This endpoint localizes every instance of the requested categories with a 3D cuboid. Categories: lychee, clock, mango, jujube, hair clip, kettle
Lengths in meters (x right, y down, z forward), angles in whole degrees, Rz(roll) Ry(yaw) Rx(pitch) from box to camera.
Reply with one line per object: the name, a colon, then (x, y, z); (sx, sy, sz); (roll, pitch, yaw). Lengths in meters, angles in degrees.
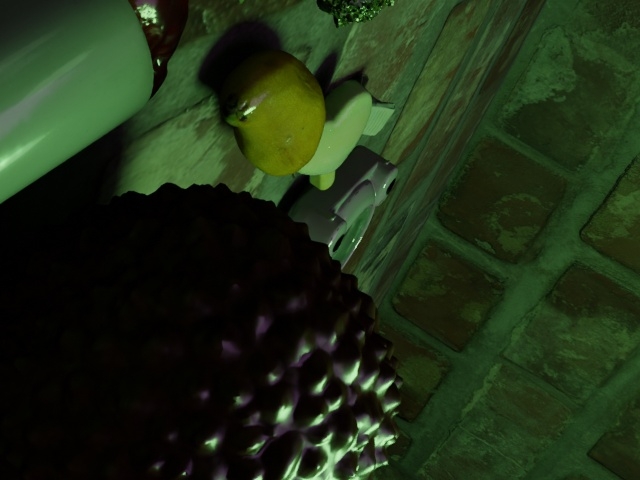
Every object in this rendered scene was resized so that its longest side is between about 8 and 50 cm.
lychee: (-0.091, 0.094, 0.516); (0.304, 0.276, 0.276); (-42, -178, 43)
clock: (0.000, 0.000, 1.142); (0.227, 0.090, 0.248); (-45, 165, -45)
mango: (-0.040, -0.113, 0.703); (0.098, 0.075, 0.190); (-65, 163, -6)
jujube: (-0.105, -0.117, 0.413); (0.077, 0.077, 0.129); (-52, 173, -26)
hair clip: (0.014, -0.126, 0.930); (0.218, 0.071, 0.159); (-33, 156, -55)
kettle: (-0.163, -0.057, 0.328); (0.148, 0.127, 0.098); (-47, 133, -33)

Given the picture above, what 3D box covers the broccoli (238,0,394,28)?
broccoli: (-0.002, -0.204, 0.498); (0.138, 0.146, 0.162); (-27, -174, 4)
